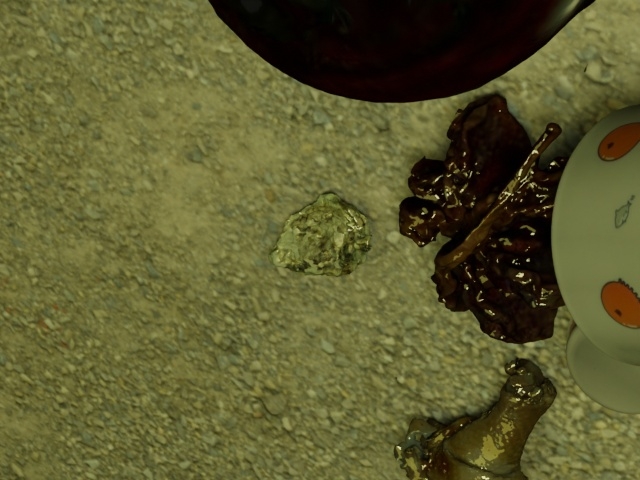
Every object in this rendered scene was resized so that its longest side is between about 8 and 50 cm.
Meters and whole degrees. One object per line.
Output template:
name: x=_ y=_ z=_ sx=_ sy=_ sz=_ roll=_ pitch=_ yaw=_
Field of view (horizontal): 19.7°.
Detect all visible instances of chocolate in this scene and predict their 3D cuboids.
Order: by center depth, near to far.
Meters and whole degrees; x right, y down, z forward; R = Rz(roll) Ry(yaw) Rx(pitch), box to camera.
chocolate: x=0.055 y=-0.260 z=1.348 sx=0.384 sy=0.331 sz=0.383 roll=17 pitch=131 yaw=20

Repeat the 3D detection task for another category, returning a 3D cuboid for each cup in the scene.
cup: x=0.355 y=-0.001 z=1.356 sx=0.317 sy=0.212 sz=0.212 roll=2 pitch=124 yaw=54

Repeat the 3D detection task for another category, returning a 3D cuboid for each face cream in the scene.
face cream: x=0.277 y=0.085 z=1.603 sx=0.117 sy=0.104 sz=0.117 roll=17 pitch=128 yaw=22

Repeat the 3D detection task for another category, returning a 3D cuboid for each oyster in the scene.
oyster: x=-0.001 y=-0.001 z=1.757 sx=0.098 sy=0.037 sz=0.100 roll=23 pitch=130 yaw=15

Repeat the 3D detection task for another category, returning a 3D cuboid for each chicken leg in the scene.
chicken leg: x=0.160 y=0.203 z=1.778 sx=0.196 sy=0.080 sz=0.125 roll=-36 pitch=86 yaw=42

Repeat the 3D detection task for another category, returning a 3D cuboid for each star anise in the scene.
star anise: x=0.143 y=-0.011 z=1.603 sx=0.190 sy=0.126 sz=0.220 roll=26 pitch=133 yaw=57
